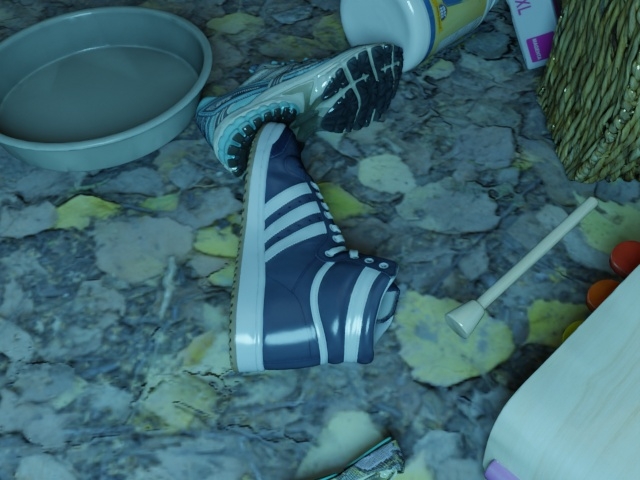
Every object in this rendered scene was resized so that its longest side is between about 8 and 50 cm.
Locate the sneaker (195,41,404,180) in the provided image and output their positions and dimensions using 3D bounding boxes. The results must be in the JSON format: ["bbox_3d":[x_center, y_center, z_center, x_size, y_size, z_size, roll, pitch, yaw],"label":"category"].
[{"bbox_3d":[-0.023,-0.185,0.884,0.283,0.110,0.122,-29,52,-26],"label":"sneaker"}]

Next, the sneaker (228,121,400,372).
[{"bbox_3d":[0.000,0.000,0.725,0.153,0.099,0.282,1,56,4],"label":"sneaker"}]

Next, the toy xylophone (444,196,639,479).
[{"bbox_3d":[0.259,0.091,0.627,0.322,0.081,0.236,-33,52,-11],"label":"toy xylophone"}]

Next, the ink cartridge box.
[{"bbox_3d":[0.298,-0.412,1.046,0.065,0.186,0.311,-12,43,24],"label":"ink cartridge box"}]

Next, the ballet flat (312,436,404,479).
[{"bbox_3d":[0.021,0.200,0.596,0.114,0.041,0.041,-22,54,-20],"label":"ballet flat"}]

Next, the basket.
[{"bbox_3d":[0.395,-0.207,0.796,0.222,0.299,0.214,-1,49,-4],"label":"basket"}]

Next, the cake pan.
[{"bbox_3d":[-0.272,-0.187,0.889,0.293,0.054,0.293,-2,47,2],"label":"cake pan"}]

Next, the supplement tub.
[{"bbox_3d":[0.139,-0.326,0.989,0.144,0.144,0.199,37,57,26],"label":"supplement tub"}]
